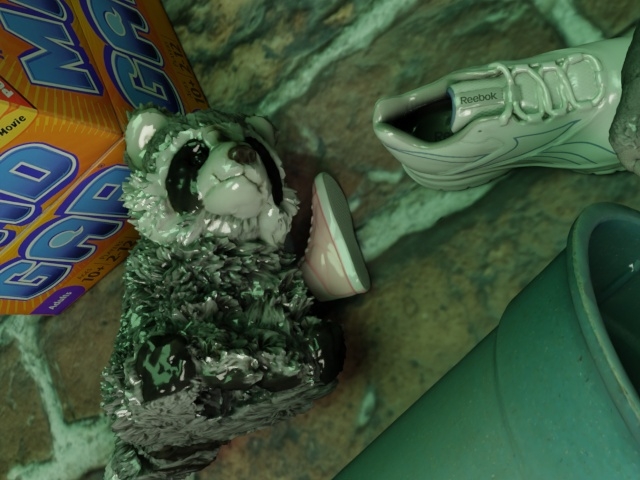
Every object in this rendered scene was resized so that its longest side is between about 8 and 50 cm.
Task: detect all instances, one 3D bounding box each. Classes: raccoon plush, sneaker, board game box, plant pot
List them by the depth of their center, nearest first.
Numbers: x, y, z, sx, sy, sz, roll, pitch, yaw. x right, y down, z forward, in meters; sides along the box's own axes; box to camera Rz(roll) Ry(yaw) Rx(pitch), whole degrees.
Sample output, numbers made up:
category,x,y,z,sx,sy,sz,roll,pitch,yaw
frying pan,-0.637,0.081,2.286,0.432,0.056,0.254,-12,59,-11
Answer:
category,x,y,z,sx,sy,sz,roll,pitch,yaw
plant pot,0.173,0.209,0.600,0.334,0.341,0.341,-44,63,30
sneaker,0.181,-0.109,0.731,0.297,0.129,0.111,-14,75,31
raccoon plush,-0.169,0.062,0.883,0.446,0.216,0.299,-37,58,36
sneaker,0.000,0.000,0.886,0.070,0.051,0.134,-23,77,25
board game box,-0.392,-0.157,0.985,0.356,0.356,0.356,-37,66,25

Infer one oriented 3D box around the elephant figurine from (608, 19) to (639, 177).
category,x,y,z,sx,sy,sz,roll,pitch,yaw
elephant figurine,0.297,-0.067,0.606,0.169,0.239,0.186,23,84,35
